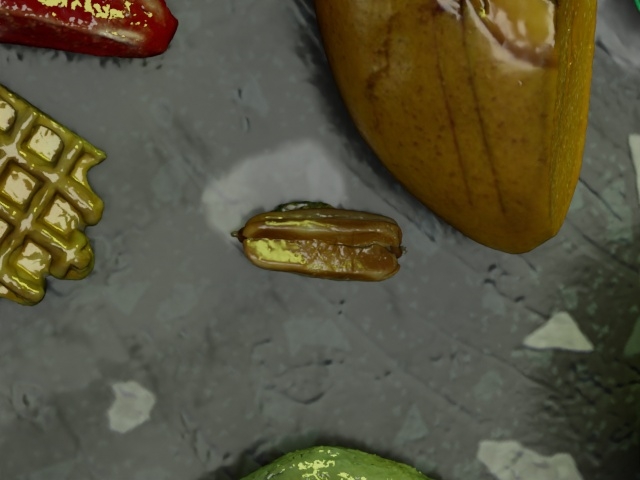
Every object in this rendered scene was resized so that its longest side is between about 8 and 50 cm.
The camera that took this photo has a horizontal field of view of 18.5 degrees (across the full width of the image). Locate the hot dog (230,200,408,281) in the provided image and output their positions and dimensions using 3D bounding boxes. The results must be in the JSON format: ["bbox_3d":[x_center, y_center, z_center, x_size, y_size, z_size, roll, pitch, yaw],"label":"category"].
[{"bbox_3d":[0.000,0.000,1.437,0.133,0.041,0.056,5,93,-14],"label":"hot dog"}]

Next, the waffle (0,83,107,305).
[{"bbox_3d":[-0.253,-0.034,1.398,0.211,0.055,0.160,35,89,-8],"label":"waffle"}]

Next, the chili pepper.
[{"bbox_3d":[-0.218,-0.199,1.370,0.253,0.144,0.136,17,110,-16],"label":"chili pepper"}]

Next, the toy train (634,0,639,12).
[{"bbox_3d":[0.271,-0.194,1.424,0.178,0.104,0.071,43,132,-11],"label":"toy train"}]

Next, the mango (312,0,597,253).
[{"bbox_3d":[0.103,-0.161,1.370,0.201,0.199,0.350,-19,104,-39],"label":"mango"}]

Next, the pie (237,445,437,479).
[{"bbox_3d":[-0.001,0.306,1.439,0.323,0.070,0.323,0,94,-4],"label":"pie"}]
